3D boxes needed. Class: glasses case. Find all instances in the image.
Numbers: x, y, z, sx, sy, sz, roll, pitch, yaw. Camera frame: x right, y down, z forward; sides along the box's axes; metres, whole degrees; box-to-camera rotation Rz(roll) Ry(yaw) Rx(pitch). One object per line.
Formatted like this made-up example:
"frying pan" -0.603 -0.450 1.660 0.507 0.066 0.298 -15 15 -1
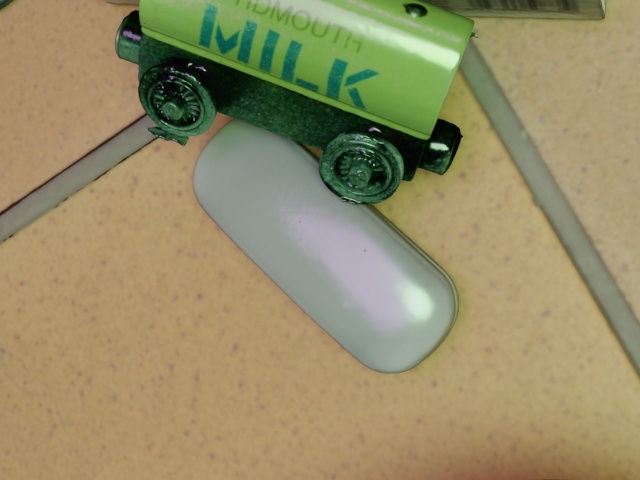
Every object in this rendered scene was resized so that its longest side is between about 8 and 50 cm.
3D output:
"glasses case" 0.000 0.000 0.738 0.233 0.059 0.092 41 98 17

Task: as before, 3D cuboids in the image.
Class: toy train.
"toy train" -0.017 -0.128 0.673 0.253 0.105 0.157 21 137 4

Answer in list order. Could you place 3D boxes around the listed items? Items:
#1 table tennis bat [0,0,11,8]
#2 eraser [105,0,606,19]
"table tennis bat" -0.311 -0.319 0.878 0.153 0.040 0.244 -1 90 18
"eraser" 0.004 -0.223 0.731 0.404 0.098 0.096 7 88 19
